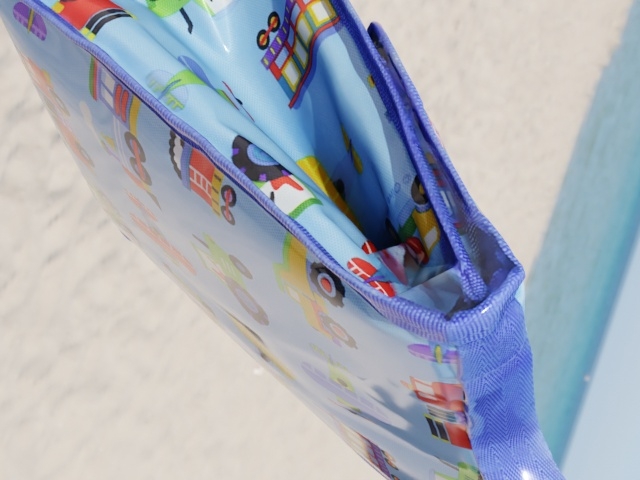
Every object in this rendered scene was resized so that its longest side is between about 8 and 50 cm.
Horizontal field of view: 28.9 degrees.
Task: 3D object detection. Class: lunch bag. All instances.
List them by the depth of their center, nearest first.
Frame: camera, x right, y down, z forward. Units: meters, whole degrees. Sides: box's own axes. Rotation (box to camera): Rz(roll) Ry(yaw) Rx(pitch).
[{"bbox_3d":[0.000,0.000,0.524,0.138,0.293,0.221,-31,149,-9],"label":"lunch bag"}]
